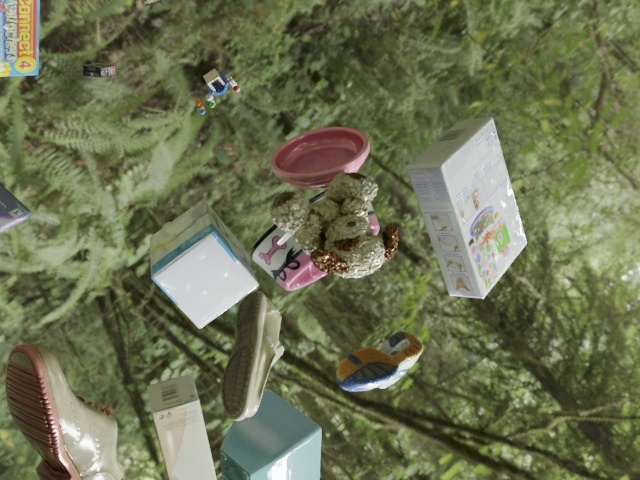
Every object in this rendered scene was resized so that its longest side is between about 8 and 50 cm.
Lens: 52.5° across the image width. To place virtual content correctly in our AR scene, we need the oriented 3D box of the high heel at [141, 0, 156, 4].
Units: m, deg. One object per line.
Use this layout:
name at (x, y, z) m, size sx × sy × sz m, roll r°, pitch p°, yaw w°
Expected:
high heel at (-0.452, -0.809, 1.837) m, size 0.261 × 0.186 × 0.093 m, roll -31°, pitch -172°, yaw 22°

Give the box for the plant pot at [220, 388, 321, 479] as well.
plant pot at (-0.172, 0.675, 2.038) m, size 0.252 × 0.247 × 0.247 m, roll -27°, pitch 130°, yaw -40°

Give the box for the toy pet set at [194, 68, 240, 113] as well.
toy pet set at (-0.274, -0.393, 1.736) m, size 0.122 × 0.114 × 0.065 m, roll -31°, pitch 152°, yaw 6°

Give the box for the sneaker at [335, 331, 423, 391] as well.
sneaker at (0.147, 0.338, 1.650) m, size 0.297 × 0.112 × 0.130 m, roll -12°, pitch 134°, yaw -43°

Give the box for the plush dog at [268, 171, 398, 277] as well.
plush dog at (0.040, -0.002, 1.405) m, size 0.263 × 0.225 × 0.210 m, roll -19°, pitch 134°, yaw -27°

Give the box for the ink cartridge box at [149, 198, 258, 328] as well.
ink cartridge box at (-0.319, 0.055, 1.739) m, size 0.197 × 0.198 × 0.270 m, roll -37°, pitch -153°, yaw 1°

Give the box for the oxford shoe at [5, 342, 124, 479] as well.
oxford shoe at (-0.418, 0.300, 1.081) m, size 0.130 × 0.123 × 0.348 m, roll -35°, pitch 131°, yaw -44°

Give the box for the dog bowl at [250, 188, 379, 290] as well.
dog bowl at (0.000, 0.000, 1.943) m, size 0.408 × 0.150 × 0.408 m, roll -33°, pitch 168°, yaw -8°

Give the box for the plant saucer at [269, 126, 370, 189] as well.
plant saucer at (0.002, -0.266, 2.141) m, size 0.332 × 0.332 × 0.084 m, roll -37°, pitch 129°, yaw -30°

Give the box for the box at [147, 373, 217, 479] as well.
box at (-0.358, 0.529, 1.704) m, size 0.121 × 0.310 × 0.148 m, roll -13°, pitch -161°, yaw -16°

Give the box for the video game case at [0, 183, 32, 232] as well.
video game case at (-0.823, -0.071, 1.459) m, size 0.026 × 0.196 × 0.274 m, roll -47°, pitch -179°, yaw 33°

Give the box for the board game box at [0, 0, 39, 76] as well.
board game box at (-0.915, -0.578, 1.722) m, size 0.302 × 0.086 × 0.308 m, roll -13°, pitch 148°, yaw -32°

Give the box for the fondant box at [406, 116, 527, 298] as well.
fondant box at (0.333, -0.072, 1.437) m, size 0.096 × 0.330 × 0.238 m, roll -1°, pitch -149°, yaw 45°

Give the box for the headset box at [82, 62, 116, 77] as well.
headset box at (-0.659, -0.510, 1.944) m, size 0.083 × 0.062 × 0.032 m, roll -46°, pitch 144°, yaw -61°

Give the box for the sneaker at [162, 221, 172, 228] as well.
sneaker at (-0.419, 0.017, 2.057) m, size 0.081 × 0.209 × 0.094 m, roll -61°, pitch -177°, yaw 4°

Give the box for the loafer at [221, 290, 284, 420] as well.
loafer at (-0.124, 0.231, 1.296) m, size 0.102 × 0.092 × 0.268 m, roll -25°, pitch -134°, yaw 44°
